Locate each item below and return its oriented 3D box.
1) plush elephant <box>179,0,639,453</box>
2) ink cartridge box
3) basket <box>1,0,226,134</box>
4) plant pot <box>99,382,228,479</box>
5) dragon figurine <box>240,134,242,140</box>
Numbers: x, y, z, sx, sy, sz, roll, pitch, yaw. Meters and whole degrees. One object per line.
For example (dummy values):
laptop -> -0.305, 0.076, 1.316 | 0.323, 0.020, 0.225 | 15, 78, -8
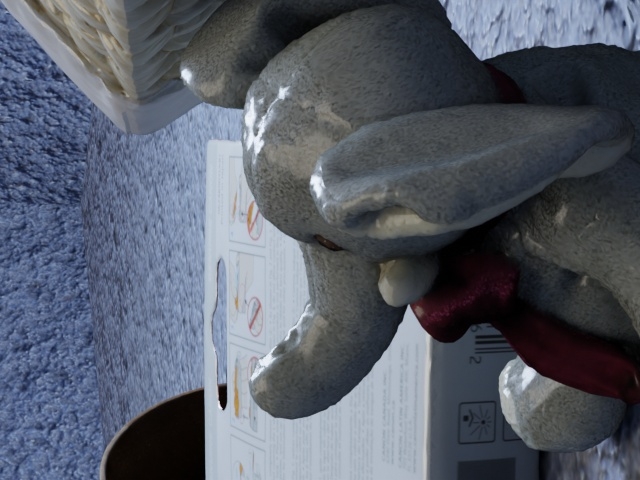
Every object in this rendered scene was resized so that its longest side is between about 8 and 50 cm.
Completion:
plush elephant -> 0.071, -0.008, 0.764 | 0.272, 0.255, 0.330 | -122, 35, -65
ink cartridge box -> 0.022, 0.082, 1.182 | 0.385, 0.091, 0.308 | -170, 80, -66
basket -> -0.075, -0.297, 0.854 | 0.328, 0.331, 0.266 | 48, 166, 17
plant pot -> -0.067, 0.278, 1.492 | 0.215, 0.215, 0.230 | -115, 15, -60
dragon figurine -> 0.000, 0.000, 1.361 | 0.144, 0.085, 0.289 | 80, 170, -59
